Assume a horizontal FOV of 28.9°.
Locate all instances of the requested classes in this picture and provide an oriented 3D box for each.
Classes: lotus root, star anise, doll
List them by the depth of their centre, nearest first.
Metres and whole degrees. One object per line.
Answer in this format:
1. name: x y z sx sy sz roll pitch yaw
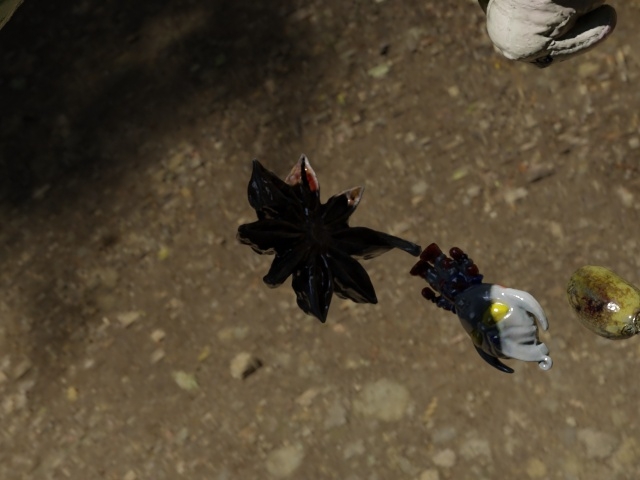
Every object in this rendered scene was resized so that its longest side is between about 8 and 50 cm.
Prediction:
1. doll: 0.186 -0.242 1.085 0.149 0.192 0.095 25 49 37
2. doll: 0.188 0.079 1.411 0.194 0.062 0.104 41 110 13
3. star anise: 0.000 0.000 1.520 0.081 0.262 0.230 -44 49 45
4. lotus root: 0.411 0.089 1.803 0.089 0.080 0.179 -56 29 7

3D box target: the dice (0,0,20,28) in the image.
1. dice: -0.422 -0.196 0.916 0.330 0.322 0.318 -20 33 58

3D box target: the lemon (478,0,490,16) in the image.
1. lemon: 0.301 -0.375 1.683 0.184 0.248 0.184 4 46 -4
